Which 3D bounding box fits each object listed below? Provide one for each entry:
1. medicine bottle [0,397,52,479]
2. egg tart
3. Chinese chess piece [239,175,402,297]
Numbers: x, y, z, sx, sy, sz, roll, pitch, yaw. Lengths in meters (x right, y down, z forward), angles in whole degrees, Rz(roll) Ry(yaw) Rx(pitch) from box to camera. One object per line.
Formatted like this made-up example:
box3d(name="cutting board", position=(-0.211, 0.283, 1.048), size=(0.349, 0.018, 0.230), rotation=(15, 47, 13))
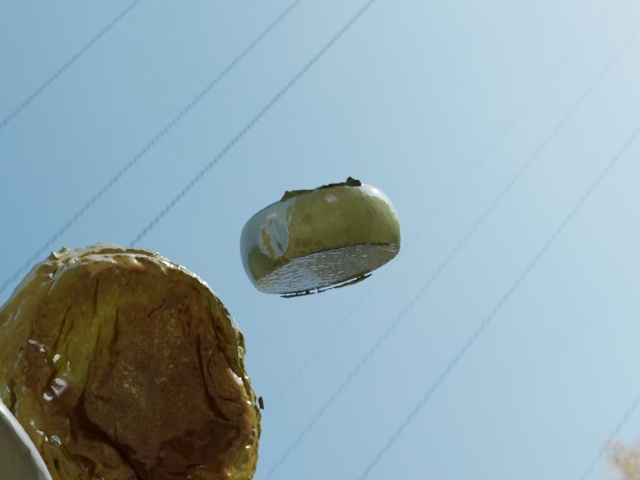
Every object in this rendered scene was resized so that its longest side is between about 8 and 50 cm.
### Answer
box3d(name="medicine bottle", position=(-0.245, 0.135, 0.451), size=(0.237, 0.232, 0.238), rotation=(0, -91, -23))
box3d(name="egg tart", position=(-0.220, 0.174, 1.108), size=(0.352, 0.150, 0.352), rotation=(22, -126, -32))
box3d(name="Chinese chess piece", position=(0.000, 0.000, 1.192), size=(0.188, 0.188, 0.083), rotation=(-5, -110, -35))
